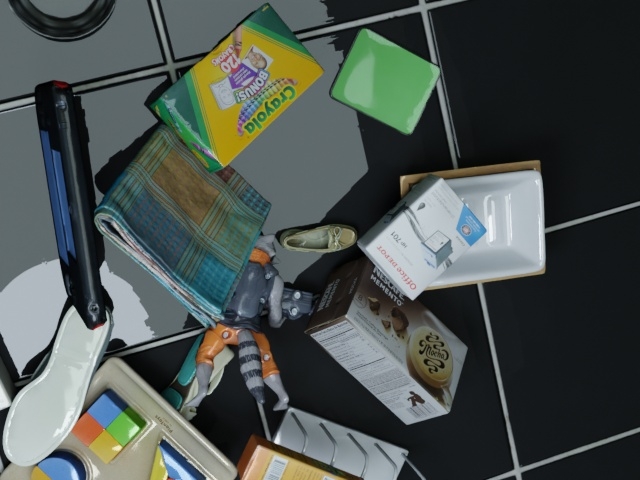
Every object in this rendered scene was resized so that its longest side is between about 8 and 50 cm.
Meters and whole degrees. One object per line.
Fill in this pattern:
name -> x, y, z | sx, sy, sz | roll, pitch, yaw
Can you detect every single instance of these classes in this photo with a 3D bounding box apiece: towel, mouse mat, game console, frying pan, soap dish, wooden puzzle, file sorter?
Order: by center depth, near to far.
game console -> -0.418, -0.068, 1.537 | 0.060, 0.342, 0.386 | -10, 101, -16
towel -> -0.221, -0.051, 1.597 | 0.040, 0.370, 0.271 | -36, 109, 30
frying pan -> -0.511, -0.427, 1.608 | 0.326, 0.053, 0.197 | -21, 103, -7
wooden puzzle -> -0.378, 0.438, 1.698 | 0.322, 0.080, 0.348 | 43, 97, 0
mouse mat -> 0.128, -0.308, 1.802 | 0.190, 0.007, 0.152 | 25, 93, -17
file sorter -> 0.037, 0.479, 1.820 | 0.278, 0.173, 0.192 | 23, 92, -15
soap dish -> 0.294, -0.032, 1.827 | 0.291, 0.118, 0.228 | -7, 100, -12

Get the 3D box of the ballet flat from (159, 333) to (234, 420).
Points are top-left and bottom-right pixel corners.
ballet flat -> -0.252, 0.293, 1.774 | 0.086, 0.086, 0.248 | 36, 88, -16

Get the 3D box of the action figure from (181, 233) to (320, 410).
action figure -> -0.100, 0.144, 1.718 | 0.342, 0.178, 0.330 | 5, 75, -19

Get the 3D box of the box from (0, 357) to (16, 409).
box -> -0.651, 0.184, 1.649 | 0.113, 0.094, 0.275 | -25, 103, -9

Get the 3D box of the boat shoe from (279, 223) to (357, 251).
boat shoe -> -0.001, -0.002, 1.798 | 0.153, 0.048, 0.056 | 0, 99, -13

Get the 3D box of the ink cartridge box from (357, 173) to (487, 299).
ink cartridge box -> 0.185, -0.007, 1.703 | 0.191, 0.082, 0.139 | -44, 104, -2

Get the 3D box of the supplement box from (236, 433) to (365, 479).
supplement box -> -0.029, 0.431, 1.669 | 0.234, 0.078, 0.080 | 27, 89, -13

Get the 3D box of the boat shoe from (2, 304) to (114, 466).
boat shoe -> -0.467, 0.258, 1.687 | 0.116, 0.099, 0.319 | 25, 85, 0

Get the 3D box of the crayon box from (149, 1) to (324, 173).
crayon box -> -0.147, -0.273, 1.664 | 0.278, 0.081, 0.165 | -47, 105, -21

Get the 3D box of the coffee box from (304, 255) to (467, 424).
coffee box -> 0.131, 0.191, 1.778 | 0.297, 0.119, 0.168 | 44, 45, -19
